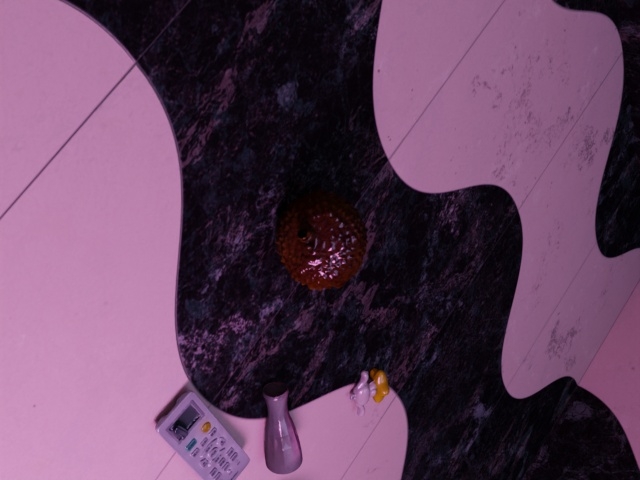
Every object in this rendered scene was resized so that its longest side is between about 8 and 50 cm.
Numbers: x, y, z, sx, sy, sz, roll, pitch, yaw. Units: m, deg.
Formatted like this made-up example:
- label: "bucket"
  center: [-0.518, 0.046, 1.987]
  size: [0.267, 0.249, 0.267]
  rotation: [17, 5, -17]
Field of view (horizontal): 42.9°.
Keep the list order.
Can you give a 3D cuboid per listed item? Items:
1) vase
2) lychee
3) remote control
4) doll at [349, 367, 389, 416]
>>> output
- label: "vase"
  center: [-0.091, 0.417, 1.828]
  size: [0.086, 0.086, 0.214]
  rotation: [-29, 126, -39]
- label: "lychee"
  center: [0.000, 0.000, 1.610]
  size: [0.238, 0.200, 0.200]
  rotation: [9, 103, -68]
- label: "remote control"
  center: [-0.238, 0.418, 1.667]
  size: [0.103, 0.051, 0.293]
  rotation: [-49, 137, -22]
- label: "doll"
  center: [0.123, 0.393, 2.090]
  size: [0.113, 0.071, 0.135]
  rotation: [10, 107, -45]
